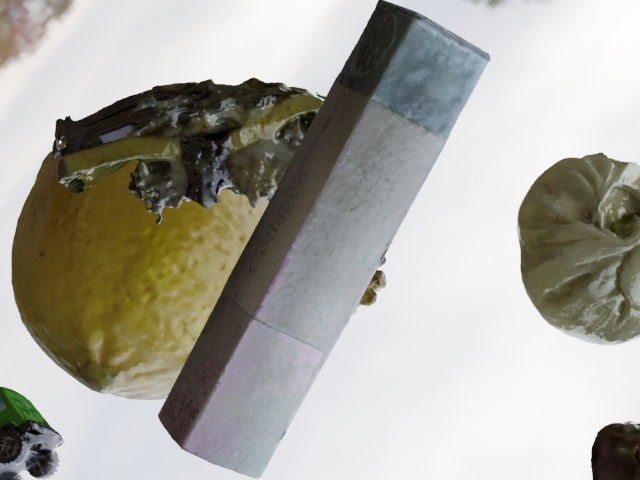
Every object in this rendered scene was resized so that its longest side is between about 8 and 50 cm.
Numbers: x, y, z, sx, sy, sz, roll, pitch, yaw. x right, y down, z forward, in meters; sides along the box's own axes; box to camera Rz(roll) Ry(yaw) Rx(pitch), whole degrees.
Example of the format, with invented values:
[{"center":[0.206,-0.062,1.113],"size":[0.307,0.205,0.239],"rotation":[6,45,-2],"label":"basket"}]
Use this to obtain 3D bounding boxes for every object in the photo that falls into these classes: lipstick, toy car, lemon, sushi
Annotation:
[{"center":[0.000,0.000,1.081],"size":[0.317,0.068,0.066],"rotation":[-62,-153,5],"label":"lipstick"},{"center":[-0.267,0.170,1.184],"size":[0.165,0.062,0.071],"rotation":[-34,158,2],"label":"toy car"},{"center":[-0.189,0.012,1.838],"size":[0.336,0.336,0.336],"rotation":[-41,-160,19],"label":"lemon"},{"center":[-0.099,-0.085,1.530],"size":[0.291,0.131,0.139],"rotation":[-9,177,-4],"label":"sushi"}]

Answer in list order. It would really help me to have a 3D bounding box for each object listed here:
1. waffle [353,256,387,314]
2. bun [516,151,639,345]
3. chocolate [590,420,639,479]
[{"center":[-0.006,0.015,2.001],"size":[0.191,0.191,0.038],"rotation":[-61,-179,-33],"label":"waffle"},{"center":[0.367,0.008,2.075],"size":[0.259,0.259,0.160],"rotation":[-52,175,-11],"label":"bun"},{"center":[0.513,0.348,2.109],"size":[0.210,0.340,0.225],"rotation":[-11,-126,36],"label":"chocolate"}]
